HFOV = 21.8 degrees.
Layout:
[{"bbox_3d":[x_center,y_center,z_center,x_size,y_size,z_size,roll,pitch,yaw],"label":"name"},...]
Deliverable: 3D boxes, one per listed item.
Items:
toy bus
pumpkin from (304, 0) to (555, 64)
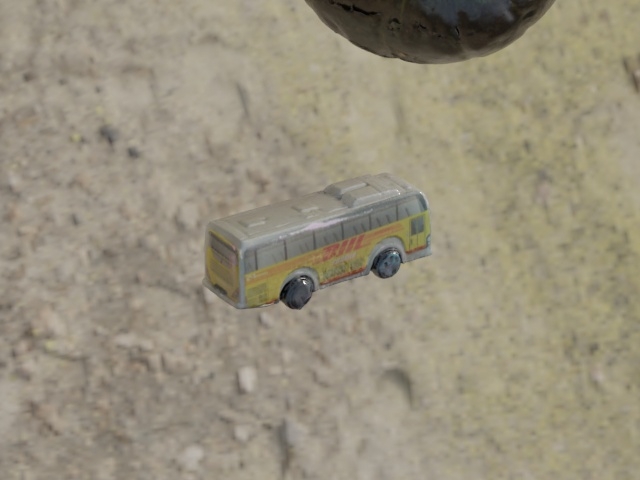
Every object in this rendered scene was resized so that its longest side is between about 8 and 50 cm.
[{"bbox_3d":[0.000,0.000,1.806,0.268,0.092,0.106,-16,121,-32],"label":"toy bus"},{"bbox_3d":[0.081,-0.246,1.203,0.159,0.238,0.238,33,51,-79],"label":"pumpkin"}]
